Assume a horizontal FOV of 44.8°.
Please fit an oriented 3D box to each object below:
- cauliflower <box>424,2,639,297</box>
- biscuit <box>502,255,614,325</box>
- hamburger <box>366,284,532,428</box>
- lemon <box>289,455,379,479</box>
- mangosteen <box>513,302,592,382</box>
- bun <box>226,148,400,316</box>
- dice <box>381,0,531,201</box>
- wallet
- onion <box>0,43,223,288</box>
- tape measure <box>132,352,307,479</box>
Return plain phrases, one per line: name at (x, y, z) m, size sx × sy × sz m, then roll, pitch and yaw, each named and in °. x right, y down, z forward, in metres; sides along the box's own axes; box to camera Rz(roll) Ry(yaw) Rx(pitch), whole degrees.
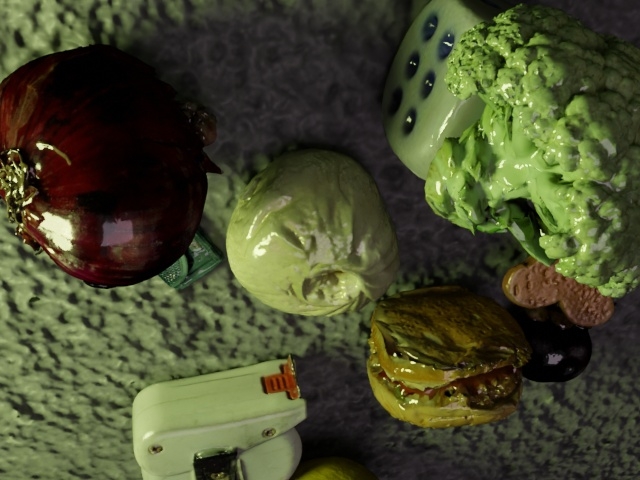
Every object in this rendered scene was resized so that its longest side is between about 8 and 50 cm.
cauliflower at (0.223, -0.073, 0.754) m, size 0.250 × 0.275 × 0.272 m, roll -15°, pitch 173°, yaw 42°
biscuit at (0.409, -0.029, 1.121) m, size 0.205 × 0.049 × 0.324 m, roll 20°, pitch 107°, yaw -14°
hamburger at (0.180, 0.172, 1.124) m, size 0.244 × 0.244 × 0.163 m, roll -1°, pitch 115°, yaw -13°
lemon at (0.021, 0.483, 1.311) m, size 0.240 × 0.240 × 0.219 m, roll -46°, pitch 164°, yaw 19°
mangosteen at (0.361, 0.147, 1.218) m, size 0.137 × 0.137 × 0.151 m, roll 6°, pitch 108°, yaw -18°
bun at (0.000, 0.000, 1.004) m, size 0.244 × 0.153 × 0.244 m, roll -8°, pitch 124°, yaw -13°
dice at (0.195, -0.165, 0.903) m, size 0.192 × 0.194 × 0.193 m, roll 10°, pitch 124°, yaw -22°
wallet at (-0.196, 0.008, 1.034) m, size 0.088 × 0.026 × 0.129 m, roll -31°, pitch 126°, yaw 9°
onion at (-0.229, -0.074, 0.816) m, size 0.281 × 0.281 × 0.221 m, roll 11°, pitch 126°, yaw -21°
tape measure at (-0.151, 0.310, 1.205) m, size 0.258 × 0.130 × 0.265 m, roll -10°, pitch 127°, yaw -10°
